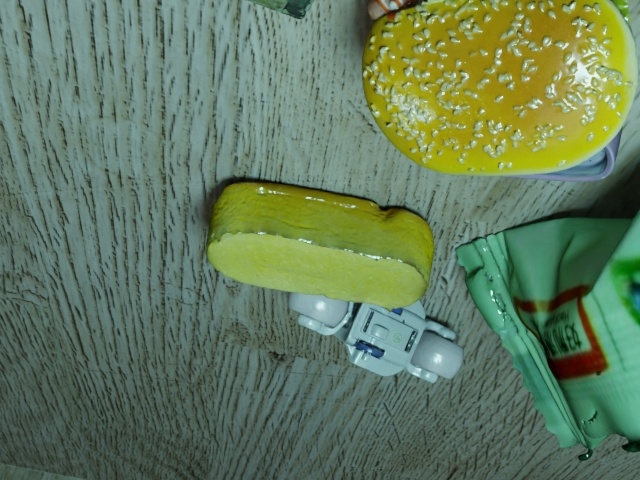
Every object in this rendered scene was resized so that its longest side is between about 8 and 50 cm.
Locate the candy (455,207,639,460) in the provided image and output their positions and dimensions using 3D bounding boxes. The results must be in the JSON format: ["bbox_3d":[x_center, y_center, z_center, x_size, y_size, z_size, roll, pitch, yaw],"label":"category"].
[{"bbox_3d":[0.290,0.076,1.129,0.172,0.263,0.398,-13,172,-25],"label":"candy"}]

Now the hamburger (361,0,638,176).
[{"bbox_3d":[0.131,-0.134,0.864,0.210,0.173,0.116,-2,-171,25],"label":"hamburger"}]

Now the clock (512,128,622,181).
[{"bbox_3d":[0.187,-0.101,1.017,0.152,0.050,0.110,5,153,11],"label":"clock"}]

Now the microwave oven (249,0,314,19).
[{"bbox_3d":[-0.073,-0.248,0.738,0.204,0.129,0.163,17,154,-14],"label":"microwave oven"}]

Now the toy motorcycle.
[{"bbox_3d":[0.065,0.105,1.437,0.254,0.113,0.112,26,149,-27],"label":"toy motorcycle"}]

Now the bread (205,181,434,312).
[{"bbox_3d":[0.000,0.000,1.245,0.245,0.094,0.102,10,144,0],"label":"bread"}]
